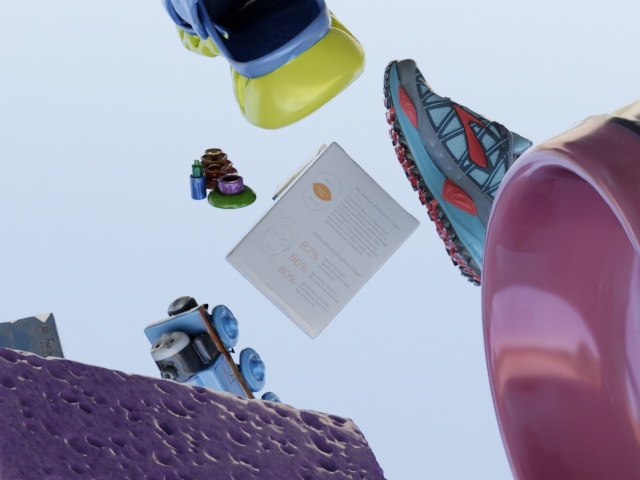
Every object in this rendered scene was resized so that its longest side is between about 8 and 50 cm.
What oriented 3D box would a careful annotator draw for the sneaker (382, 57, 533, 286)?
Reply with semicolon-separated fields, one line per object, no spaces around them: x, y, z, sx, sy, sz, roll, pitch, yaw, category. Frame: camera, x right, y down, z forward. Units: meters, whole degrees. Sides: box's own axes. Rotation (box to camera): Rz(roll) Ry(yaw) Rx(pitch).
0.151;-0.082;1.538;0.125;0.104;0.261;-24;-111;-5;sneaker

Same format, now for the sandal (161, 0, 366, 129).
-0.062;-0.202;1.153;0.126;0.138;0.317;-33;-152;-5;sandal

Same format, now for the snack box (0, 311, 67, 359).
-0.262;0.202;1.463;0.070;0.207;0.174;-10;-151;-13;snack box

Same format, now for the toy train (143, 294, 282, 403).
-0.094;0.140;1.370;0.080;0.184;0.105;-20;-161;23;toy train

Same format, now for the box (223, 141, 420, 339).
0.000;0.000;1.620;0.130;0.170;0.091;44;176;-3;box

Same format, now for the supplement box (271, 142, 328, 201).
0.001;-0.056;1.832;0.083;0.083;0.056;46;-165;-11;supplement box

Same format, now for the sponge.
-0.063;0.111;0.739;0.210;0.031;0.117;13;-157;-24;sponge

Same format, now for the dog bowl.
0.239;0.090;1.033;0.150;0.408;0.408;-8;-156;-15;dog bowl

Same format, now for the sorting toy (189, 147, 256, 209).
-0.106;-0.068;1.570;0.061;0.042;0.102;-13;-153;-21;sorting toy
